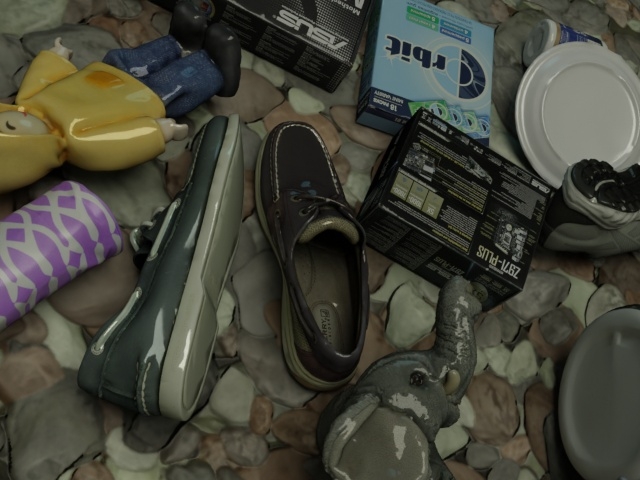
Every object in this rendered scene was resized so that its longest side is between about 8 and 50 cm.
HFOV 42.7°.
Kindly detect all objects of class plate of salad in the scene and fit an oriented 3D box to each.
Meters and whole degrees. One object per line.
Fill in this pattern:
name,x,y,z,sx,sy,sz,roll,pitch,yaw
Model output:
plate of salad,0.330,-0.151,1.036,0.200,0.048,0.200,2,85,-17

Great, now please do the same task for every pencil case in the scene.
pencil case,-0.261,0.035,0.682,0.086,0.088,0.206,25,52,35

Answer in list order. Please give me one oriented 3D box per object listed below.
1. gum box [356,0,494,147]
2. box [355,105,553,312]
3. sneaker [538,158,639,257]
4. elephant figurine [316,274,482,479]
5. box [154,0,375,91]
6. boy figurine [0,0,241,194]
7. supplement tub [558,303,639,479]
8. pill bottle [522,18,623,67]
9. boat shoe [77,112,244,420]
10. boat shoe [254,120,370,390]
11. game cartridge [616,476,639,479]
gum box,0.130,-0.202,0.986,0.157,0.041,0.184,17,61,-16
box,0.146,-0.033,0.894,0.180,0.077,0.147,29,59,-9
sneaker,0.355,-0.028,0.982,0.271,0.108,0.100,5,46,-38
elephant figurine,0.066,0.178,0.722,0.186,0.169,0.239,-12,79,-43
box,-0.064,-0.322,0.945,0.270,0.060,0.216,26,58,-11
boy figurine,-0.214,-0.135,0.770,0.177,0.092,0.285,40,51,22
supplement tub,0.428,0.189,0.849,0.316,0.193,0.193,15,62,-16
pill bottle,0.334,-0.241,1.077,0.120,0.067,0.067,16,62,-16
boat shoe,-0.132,0.004,0.738,0.099,0.116,0.319,5,56,5
boat shoe,0.000,0.000,0.807,0.103,0.092,0.285,3,66,-22
game cartridge,0.358,0.323,0.767,0.294,0.196,0.060,11,27,-15
